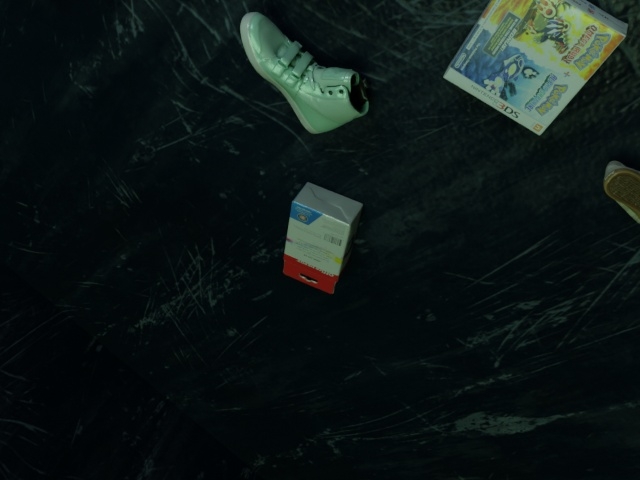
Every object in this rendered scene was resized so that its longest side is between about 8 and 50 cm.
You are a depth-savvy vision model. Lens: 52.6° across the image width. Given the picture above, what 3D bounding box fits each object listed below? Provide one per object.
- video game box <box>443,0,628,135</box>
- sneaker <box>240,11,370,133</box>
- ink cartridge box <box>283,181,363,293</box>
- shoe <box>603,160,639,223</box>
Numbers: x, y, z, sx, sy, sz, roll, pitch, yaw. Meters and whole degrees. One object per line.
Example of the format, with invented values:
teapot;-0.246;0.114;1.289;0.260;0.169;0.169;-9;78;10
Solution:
video game box;0.317;-0.284;0.983;0.187;0.048;0.205;29;138;-1
sneaker;-0.015;-0.304;1.118;0.151;0.094;0.256;-8;135;42
ink cartridge box;0.000;0.000;1.410;0.134;0.078;0.231;23;137;10
shoe;0.550;-0.055;1.064;0.219;0.058;0.076;37;118;-12
